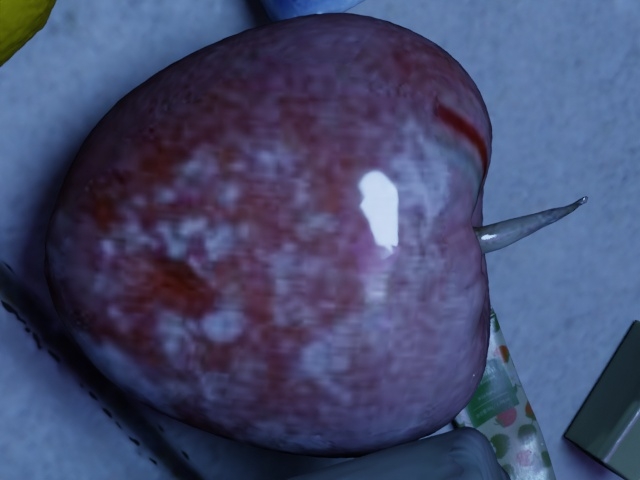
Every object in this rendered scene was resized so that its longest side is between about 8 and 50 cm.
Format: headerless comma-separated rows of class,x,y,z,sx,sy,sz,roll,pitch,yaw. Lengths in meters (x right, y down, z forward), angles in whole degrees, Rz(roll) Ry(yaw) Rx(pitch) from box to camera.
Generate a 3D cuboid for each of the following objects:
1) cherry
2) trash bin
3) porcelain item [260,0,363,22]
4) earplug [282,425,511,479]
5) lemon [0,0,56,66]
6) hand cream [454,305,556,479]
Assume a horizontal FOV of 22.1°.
cherry,0.000,0.000,0.879,0.286,0.213,0.236,-9,87,4
trash bin,0.205,0.105,1.058,0.043,0.061,0.092,36,88,-23
porcelain item,-0.047,-0.240,0.866,0.141,0.141,0.259,-36,120,-12
earplug,-0.064,0.293,0.828,0.394,0.312,0.312,-17,106,9
lemon,-0.207,-0.171,0.777,0.192,0.192,0.231,9,96,-23
hand cream,0.115,0.123,1.044,0.057,0.037,0.165,-27,102,-16
